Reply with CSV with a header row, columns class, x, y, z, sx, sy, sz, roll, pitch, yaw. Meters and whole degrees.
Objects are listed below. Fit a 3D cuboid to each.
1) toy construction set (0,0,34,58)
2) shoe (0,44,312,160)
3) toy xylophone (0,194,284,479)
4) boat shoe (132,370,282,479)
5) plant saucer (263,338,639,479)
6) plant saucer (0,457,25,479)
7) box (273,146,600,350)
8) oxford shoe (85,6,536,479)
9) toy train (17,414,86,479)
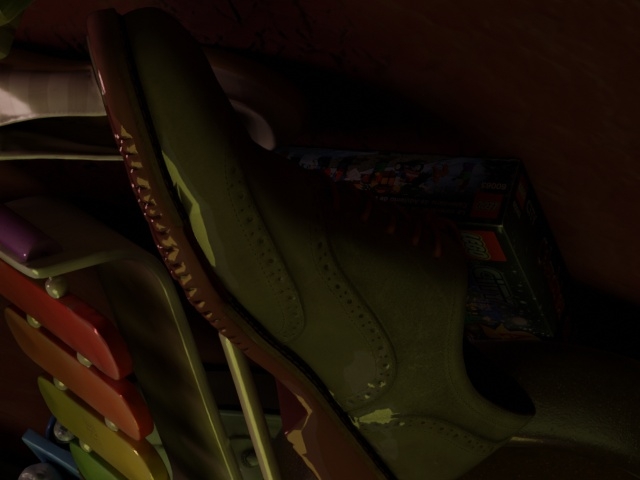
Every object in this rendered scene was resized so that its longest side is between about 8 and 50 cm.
class,x,y,z,sx,sy,sz,roll,pitch,yaw
toy construction set,-0.159,-0.127,0.722,0.309,0.237,0.257,4,150,26
shoe,-0.109,-0.065,1.007,0.219,0.058,0.076,6,151,24
toy xylophone,-0.110,0.112,1.159,0.236,0.081,0.322,19,135,58
boat shoe,-0.018,0.194,1.333,0.367,0.156,0.136,2,149,28
plant saucer,0.117,0.177,1.152,0.311,0.050,0.310,3,136,3
plant saucer,-0.336,0.276,1.755,0.400,0.100,0.400,15,153,8
box,0.065,0.029,1.092,0.159,0.044,0.233,5,151,25
oxford shoe,0.000,0.000,0.948,0.130,0.123,0.348,-27,130,8
toy train,-0.188,0.207,1.510,0.080,0.105,0.184,24,158,27
